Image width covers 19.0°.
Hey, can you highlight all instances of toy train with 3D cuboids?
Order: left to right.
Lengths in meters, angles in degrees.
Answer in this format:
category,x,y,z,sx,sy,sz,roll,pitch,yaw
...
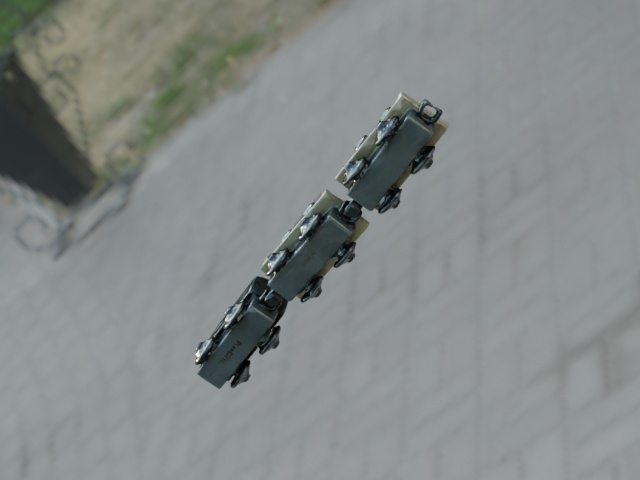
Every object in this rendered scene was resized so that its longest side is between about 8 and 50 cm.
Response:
category,x,y,z,sx,sy,sz,roll,pitch,yaw
toy train,0.000,0.000,0.777,0.158,0.027,0.036,-50,8,26
